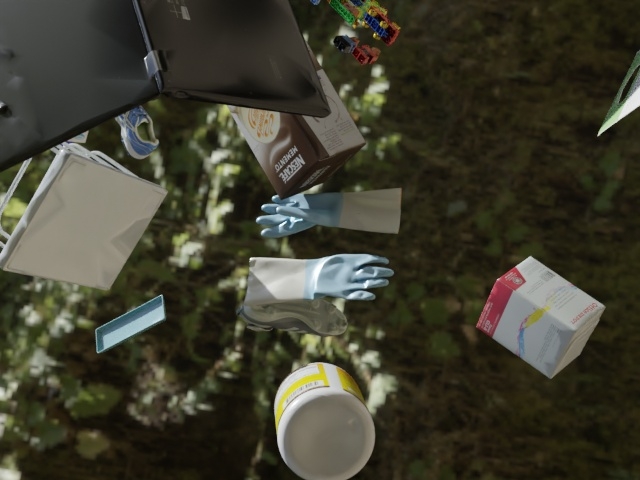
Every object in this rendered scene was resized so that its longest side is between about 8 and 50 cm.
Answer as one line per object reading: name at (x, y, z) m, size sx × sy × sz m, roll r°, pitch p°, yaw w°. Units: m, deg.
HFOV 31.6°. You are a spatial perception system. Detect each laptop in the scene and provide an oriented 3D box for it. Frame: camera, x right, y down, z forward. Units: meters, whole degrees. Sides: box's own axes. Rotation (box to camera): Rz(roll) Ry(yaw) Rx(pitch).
laptop at (-0.259, -0.278, 1.493) m, size 0.236 × 0.408 × 0.381 m, roll -42°, pitch 57°, yaw 41°

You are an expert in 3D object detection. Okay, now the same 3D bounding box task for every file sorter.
file sorter at (-0.412, -0.060, 1.750) m, size 0.192 × 0.173 × 0.278 m, roll -59°, pitch -23°, yaw 4°

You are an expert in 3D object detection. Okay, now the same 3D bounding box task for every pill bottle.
pill bottle at (0.001, 0.222, 1.431) m, size 0.215 × 0.117 × 0.117 m, roll -121°, pitch 41°, yaw -84°

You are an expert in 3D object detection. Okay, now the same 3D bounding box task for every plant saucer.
plant saucer at (-0.424, 0.191, 2.540) m, size 0.018 × 0.192 × 0.067 m, roll 43°, pitch -153°, yaw -47°

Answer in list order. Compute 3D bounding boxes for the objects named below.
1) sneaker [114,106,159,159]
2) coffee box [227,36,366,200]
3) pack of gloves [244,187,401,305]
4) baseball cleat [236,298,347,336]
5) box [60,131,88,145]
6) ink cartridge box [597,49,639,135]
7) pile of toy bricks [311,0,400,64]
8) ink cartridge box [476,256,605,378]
sneaker at (-0.432, -0.294, 2.615) m, size 0.080 × 0.081 × 0.211 m, roll -33°, pitch -78°, yaw -42°
coffee box at (-0.056, -0.208, 1.747) m, size 0.246 × 0.098 × 0.141 m, roll 60°, pitch 144°, yaw 9°
pack of gloves at (0.000, 0.000, 1.710) m, size 0.046 × 0.232 × 0.195 m, roll 63°, pitch -152°, yaw -55°
baseball cleat at (-0.056, 0.142, 2.126) m, size 0.109 × 0.206 × 0.072 m, roll -36°, pitch 41°, yaw 57°
box at (-0.481, -0.244, 2.190) m, size 0.081 × 0.028 × 0.136 m, roll 2°, pitch -70°, yaw -46°
ink cartridge box at (0.481, -0.235, 1.531) m, size 0.171 × 0.056 × 0.235 m, roll -60°, pitch 3°, yaw -24°
pile of toy bricks at (0.073, -0.404, 1.981) m, size 0.105 × 0.212 × 0.118 m, roll -16°, pitch -31°, yaw -43°
ink cartridge box at (0.411, 0.143, 2.113) m, size 0.128 × 0.176 × 0.127 m, roll -27°, pitch -36°, yaw -46°
